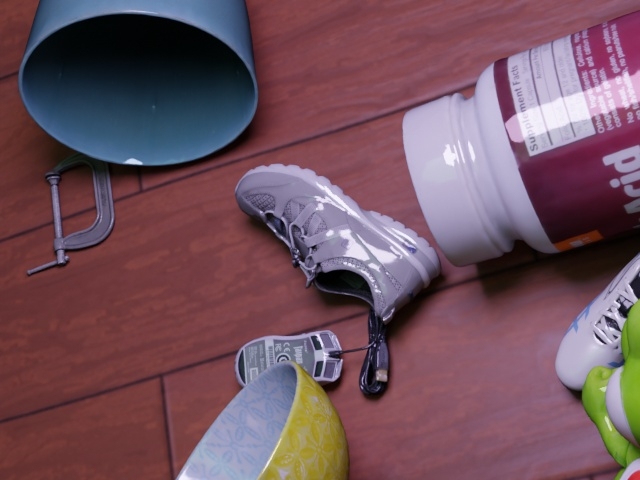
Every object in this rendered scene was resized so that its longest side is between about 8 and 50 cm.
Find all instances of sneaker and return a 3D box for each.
[{"bbox_3d":[0.000,0.000,1.700,0.281,0.105,0.115,26,66,28],"label":"sneaker"},{"bbox_3d":[0.341,0.068,1.553,0.237,0.086,0.085,-46,62,5],"label":"sneaker"}]

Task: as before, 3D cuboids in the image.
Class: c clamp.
[{"bbox_3d":[-0.340,-0.043,1.928,0.137,0.022,0.161,-12,69,20],"label":"c clamp"}]

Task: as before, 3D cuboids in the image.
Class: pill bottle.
[{"bbox_3d":[0.303,-0.116,1.553,0.392,0.224,0.224,-19,66,18],"label":"pill bottle"}]

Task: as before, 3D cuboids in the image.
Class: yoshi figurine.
[{"bbox_3d":[0.349,0.200,1.410,0.203,0.362,0.203,-8,25,-15],"label":"yoshi figurine"}]

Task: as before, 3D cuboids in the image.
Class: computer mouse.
[{"bbox_3d":[-0.008,0.140,1.710,0.193,0.042,0.106,-8,74,16],"label":"computer mouse"}]

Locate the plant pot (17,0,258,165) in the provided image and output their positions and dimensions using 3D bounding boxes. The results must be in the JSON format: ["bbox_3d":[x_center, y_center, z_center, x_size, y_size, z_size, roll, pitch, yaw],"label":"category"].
[{"bbox_3d":[-0.225,-0.275,1.816,0.293,0.293,0.235,-15,53,19],"label":"plant pot"}]

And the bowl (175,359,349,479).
[{"bbox_3d":[-0.052,0.294,1.594,0.156,0.289,0.289,36,89,-14],"label":"bowl"}]
